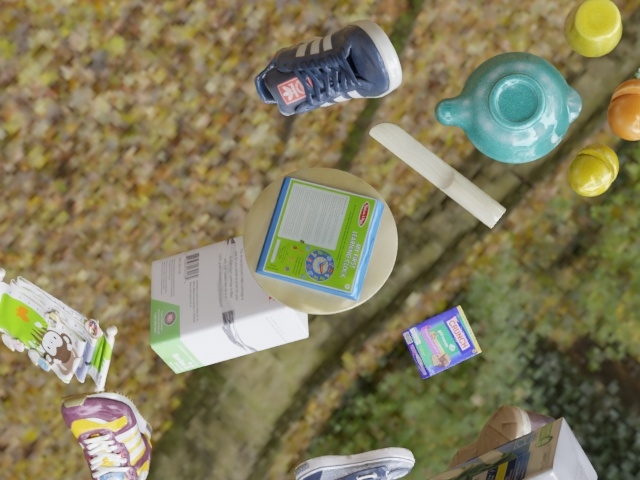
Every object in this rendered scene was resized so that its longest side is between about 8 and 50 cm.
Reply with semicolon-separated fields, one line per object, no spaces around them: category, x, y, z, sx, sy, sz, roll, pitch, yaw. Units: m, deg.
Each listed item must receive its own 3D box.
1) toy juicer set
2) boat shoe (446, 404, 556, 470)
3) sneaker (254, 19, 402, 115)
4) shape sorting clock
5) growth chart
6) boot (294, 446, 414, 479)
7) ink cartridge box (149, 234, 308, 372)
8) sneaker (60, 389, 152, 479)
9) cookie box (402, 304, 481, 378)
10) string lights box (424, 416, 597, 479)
toy juicer set;0.251;-0.128;1.586;0.329;0.209;0.089;-31;175;4
boat shoe;0.269;0.343;2.021;0.285;0.092;0.102;117;-24;-47
sneaker;0.002;-0.262;2.137;0.148;0.131;0.350;-29;-169;-21
shape sorting clock;0.000;0.000;1.771;0.206;0.206;0.040;-46;165;-15
growth chart;-0.403;0.138;1.976;0.021;0.237;0.172;-46;156;-46
boot;0.054;0.321;1.706;0.190;0.086;0.069;-1;148;-37
ink cartridge box;-0.167;0.106;2.449;0.273;0.198;0.115;-16;140;15
sneaker;-0.224;0.220;1.428;0.070;0.084;0.185;-9;154;13
cookie box;0.209;0.175;2.294;0.107;0.091;0.040;-23;175;-19
string lights box;0.140;0.282;1.323;0.260;0.076;0.133;-28;-174;19
